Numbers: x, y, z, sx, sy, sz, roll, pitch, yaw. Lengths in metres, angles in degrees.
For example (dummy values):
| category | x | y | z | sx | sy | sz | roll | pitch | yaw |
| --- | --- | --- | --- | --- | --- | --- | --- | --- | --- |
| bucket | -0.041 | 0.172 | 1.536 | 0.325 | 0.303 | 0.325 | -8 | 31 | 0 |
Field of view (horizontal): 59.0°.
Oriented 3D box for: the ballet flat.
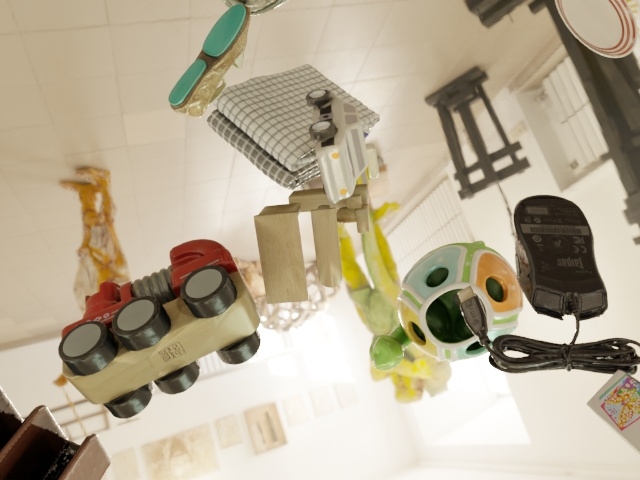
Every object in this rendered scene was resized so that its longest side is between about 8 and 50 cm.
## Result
| category | x | y | z | sx | sy | sz | roll | pitch | yaw |
| --- | --- | --- | --- | --- | --- | --- | --- | --- | --- |
| ballet flat | -0.171 | -0.291 | 0.936 | 0.206 | 0.073 | 0.067 | -51 | 144 | 6 |

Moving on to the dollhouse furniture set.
| category | x | y | z | sx | sy | sz | roll | pitch | yaw |
| --- | --- | --- | --- | --- | --- | --- | --- | --- | --- |
| dollhouse furniture set | 0.000 | 0.000 | 0.804 | 0.144 | 0.123 | 0.151 | -5 | -164 | 8 |

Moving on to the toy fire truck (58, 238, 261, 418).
| category | x | y | z | sx | sy | sz | roll | pitch | yaw |
| --- | --- | --- | --- | --- | --- | --- | --- | --- | --- |
| toy fire truck | -0.203 | 0.078 | 0.727 | 0.217 | 0.246 | 0.158 | -26 | 131 | -6 |

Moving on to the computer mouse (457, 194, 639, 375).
| category | x | y | z | sx | sy | sz | roll | pitch | yaw |
| --- | --- | --- | --- | --- | --- | --- | --- | --- | --- |
| computer mouse | 0.252 | 0.054 | 0.686 | 0.184 | 0.262 | 0.060 | -3 | 140 | 0 |

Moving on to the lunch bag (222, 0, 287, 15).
| category | x | y | z | sx | sy | sz | roll | pitch | yaw |
| --- | --- | --- | --- | --- | --- | --- | --- | --- | --- |
| lunch bag | -0.100 | -0.568 | 1.106 | 0.213 | 0.305 | 0.256 | 32 | 108 | -17 |

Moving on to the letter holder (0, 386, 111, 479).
| category | x | y | z | sx | sy | sz | roll | pitch | yaw |
| --- | --- | --- | --- | --- | --- | --- | --- | --- | --- |
| letter holder | -0.412 | 0.343 | 0.672 | 0.152 | 0.301 | 0.214 | 19 | 141 | 7 |

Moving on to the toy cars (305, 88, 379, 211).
| category | x | y | z | sx | sy | sz | roll | pitch | yaw |
| --- | --- | --- | --- | --- | --- | --- | --- | --- | --- |
| toy cars | 0.045 | -0.134 | 0.872 | 0.087 | 0.176 | 0.394 | -12 | 177 | 5 |

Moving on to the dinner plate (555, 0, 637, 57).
| category | x | y | z | sx | sy | sz | roll | pitch | yaw |
| --- | --- | --- | --- | --- | --- | --- | --- | --- | --- |
| dinner plate | 0.362 | -0.301 | 0.751 | 0.141 | 0.141 | 0.017 | -11 | 165 | -24 |

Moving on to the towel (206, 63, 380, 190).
| category | x | y | z | sx | sy | sz | roll | pitch | yaw |
| --- | --- | --- | --- | --- | --- | --- | --- | --- | --- |
| towel | -0.054 | -0.239 | 1.167 | 0.284 | 0.235 | 0.121 | -34 | 156 | -41 |

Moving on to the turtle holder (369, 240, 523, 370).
| category | x | y | z | sx | sy | sz | roll | pitch | yaw |
| --- | --- | --- | --- | --- | --- | --- | --- | --- | --- |
| turtle holder | 0.250 | 0.135 | 1.165 | 0.320 | 0.243 | 0.227 | -6 | -175 | 17 |

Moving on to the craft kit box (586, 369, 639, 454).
| category | x | y | z | sx | sy | sz | roll | pitch | yaw |
| --- | --- | --- | --- | --- | --- | --- | --- | --- | --- |
| craft kit box | 0.370 | 0.242 | 0.449 | 0.061 | 0.250 | 0.246 | -48 | -174 | 3 |
